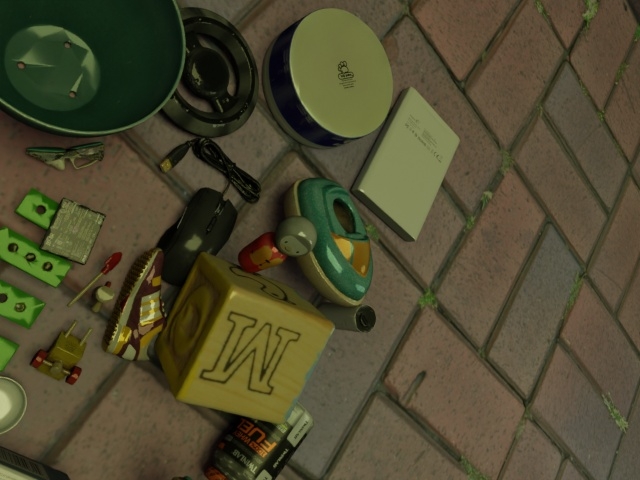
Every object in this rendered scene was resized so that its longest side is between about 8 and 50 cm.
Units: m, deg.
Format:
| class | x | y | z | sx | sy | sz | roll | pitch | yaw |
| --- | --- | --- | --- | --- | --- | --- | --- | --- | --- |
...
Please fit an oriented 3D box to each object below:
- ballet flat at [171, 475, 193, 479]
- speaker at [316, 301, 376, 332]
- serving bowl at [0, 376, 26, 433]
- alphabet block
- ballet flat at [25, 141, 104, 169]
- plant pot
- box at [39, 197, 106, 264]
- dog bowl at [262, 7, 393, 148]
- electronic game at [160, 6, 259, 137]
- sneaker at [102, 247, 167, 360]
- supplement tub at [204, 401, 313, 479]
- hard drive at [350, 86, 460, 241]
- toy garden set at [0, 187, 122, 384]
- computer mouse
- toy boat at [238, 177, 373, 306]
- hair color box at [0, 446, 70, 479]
| class | x | y | z | sx | sy | sz | roll | pitch | yaw |
| --- | --- | --- | --- | --- | --- | --- | --- | --- | --- |
| ballet flat | -0.207 | 0.513 | 0.816 | 0.123 | 0.123 | 0.349 | -27 | 128 | -33 |
| speaker | 0.049 | 0.153 | 1.061 | 0.055 | 0.136 | 0.055 | 3 | 85 | -34 |
| serving bowl | -0.470 | 0.235 | 0.762 | 0.083 | 0.027 | 0.083 | 2 | 86 | -35 |
| alphabet block | -0.131 | 0.159 | 0.878 | 0.197 | 0.192 | 0.193 | 25 | 92 | -32 |
| ballet flat | -0.396 | -0.130 | 0.832 | 0.114 | 0.041 | 0.041 | -13 | 94 | -34 |
| plant pot | -0.367 | -0.277 | 0.764 | 0.290 | 0.195 | 0.290 | 2 | 86 | -34 |
| box | -0.371 | -0.013 | 0.797 | 0.067 | 0.018 | 0.083 | 25 | 71 | -29 |
| dog bowl | 0.020 | -0.328 | 1.092 | 0.264 | 0.104 | 0.265 | 3 | 85 | -35 |
| electronic game | -0.209 | -0.303 | 0.965 | 0.229 | 0.048 | 0.229 | -2 | 93 | -41 |
| sneaker | -0.286 | 0.105 | 0.878 | 0.084 | 0.069 | 0.186 | 27 | 80 | -32 |
| supplement tub | -0.109 | 0.367 | 0.949 | 0.190 | 0.117 | 0.117 | -49 | 113 | -27 |
| hard drive | 0.209 | -0.180 | 1.253 | 0.203 | 0.040 | 0.308 | 39 | 67 | -27 |
| toy garden set | -0.414 | 0.081 | 0.802 | 0.204 | 0.049 | 0.244 | 36 | 67 | -26 |
| computer mouse | -0.220 | -0.061 | 0.935 | 0.184 | 0.060 | 0.262 | 47 | 63 | -24 |
| toy boat | 0.000 | 0.000 | 0.968 | 0.318 | 0.148 | 0.268 | -9 | 75 | -56 |
| hair color box | -0.507 | 0.458 | 0.671 | 0.185 | 0.113 | 0.374 | 40 | 65 | -26 |
